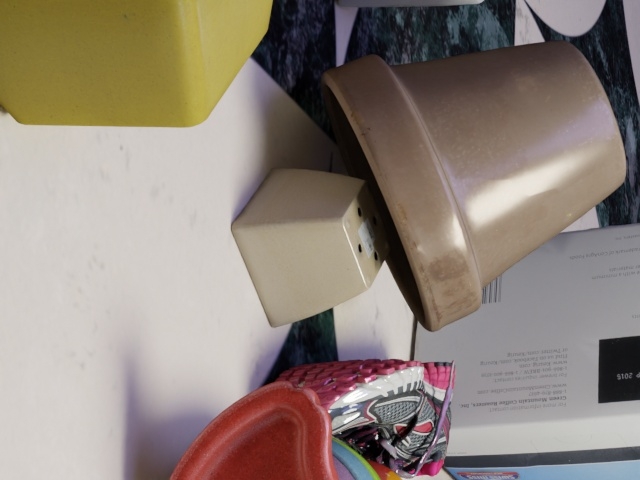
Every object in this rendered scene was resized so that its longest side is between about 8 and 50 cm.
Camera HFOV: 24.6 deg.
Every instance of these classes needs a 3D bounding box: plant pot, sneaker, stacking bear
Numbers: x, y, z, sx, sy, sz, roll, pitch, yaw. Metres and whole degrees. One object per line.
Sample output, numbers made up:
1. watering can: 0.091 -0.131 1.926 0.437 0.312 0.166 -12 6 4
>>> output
1. plant pot: 0.151 -0.076 1.365 0.263 0.229 0.263 158 -90 -88
2. plant pot: -0.138 -0.189 0.972 0.212 0.212 0.187 -63 150 -49
3. plant pot: 0.000 0.000 1.300 0.109 0.096 0.109 69 28 -25
4. sneaker: 0.057 0.165 1.345 0.299 0.121 0.112 14 73 -63
5. stacking bear: -0.004 0.226 1.167 0.175 0.164 0.289 63 10 16

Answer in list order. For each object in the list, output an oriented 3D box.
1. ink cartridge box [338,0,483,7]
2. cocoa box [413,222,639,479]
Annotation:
1. ink cartridge box: 0.072 -0.435 1.388 0.385 0.160 0.279 67 26 -63
2. cocoa box: 0.301 0.138 1.589 0.228 0.347 0.231 48 42 -50
